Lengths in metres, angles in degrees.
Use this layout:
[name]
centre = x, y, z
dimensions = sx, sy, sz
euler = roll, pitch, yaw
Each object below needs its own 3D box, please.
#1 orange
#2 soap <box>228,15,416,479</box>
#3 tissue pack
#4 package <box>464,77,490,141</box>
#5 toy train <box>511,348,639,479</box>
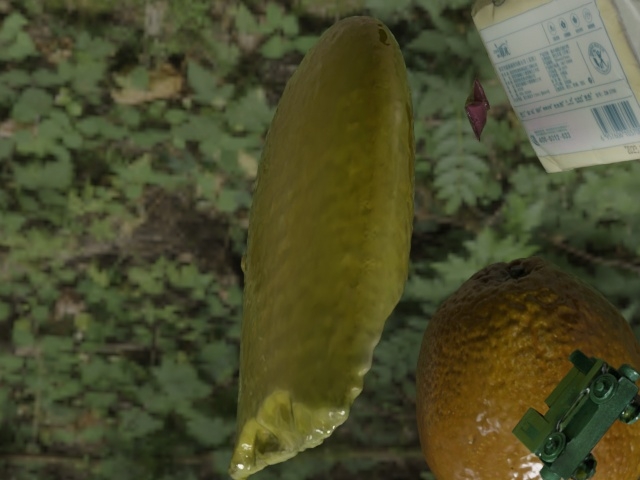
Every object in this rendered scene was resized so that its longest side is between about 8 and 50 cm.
[orange]
centre = 0.277, 0.203, 1.733
dimensions = 0.322, 0.357, 0.322
euler = -6, -165, 2
[soap]
centre = 0.003, 0.001, 1.217
dimensions = 0.115, 0.427, 0.306
euler = 10, 159, -14
[tissue pack]
centre = 0.199, -0.133, 0.918
dimensions = 0.092, 0.148, 0.196
euler = -28, -173, -17
[package]
centre = 0.221, -0.185, 1.858
dimensions = 0.029, 0.083, 0.059
euler = -9, 126, 28
[toy train]
centre = 0.220, 0.150, 1.119
dimensions = 0.050, 0.122, 0.081
euler = 36, -177, -27
